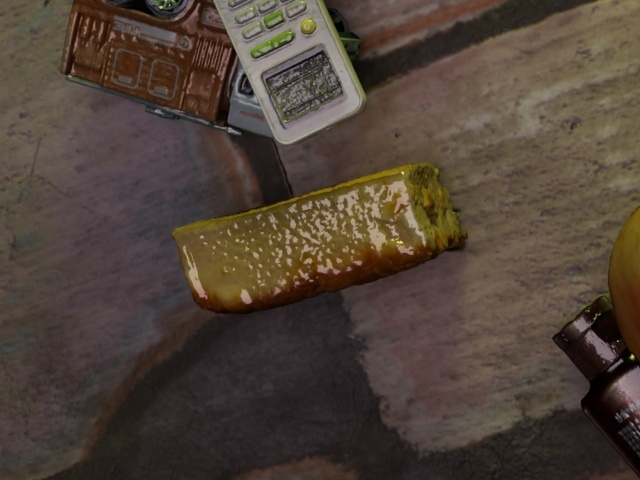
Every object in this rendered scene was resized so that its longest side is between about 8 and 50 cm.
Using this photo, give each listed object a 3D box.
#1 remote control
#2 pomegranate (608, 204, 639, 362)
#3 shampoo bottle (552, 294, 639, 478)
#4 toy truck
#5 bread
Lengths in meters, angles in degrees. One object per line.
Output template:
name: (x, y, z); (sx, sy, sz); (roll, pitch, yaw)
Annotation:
remote control: (-0.045, -0.224, 1.568); (0.103, 0.034, 0.250); (-24, 87, 14)
pomegranate: (0.410, 0.053, 1.483); (0.270, 0.252, 0.229); (57, 138, 24)
shampoo bottle: (0.372, 0.202, 1.619); (0.129, 0.084, 0.323); (-43, 84, 17)
toy truck: (-0.120, -0.201, 1.678); (0.305, 0.136, 0.162); (18, 101, 13)
bread: (0.000, 0.000, 1.652); (0.275, 0.185, 0.114); (-13, 91, 18)
